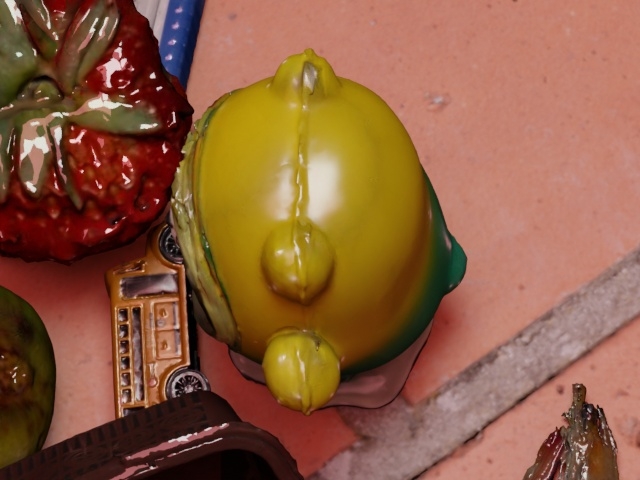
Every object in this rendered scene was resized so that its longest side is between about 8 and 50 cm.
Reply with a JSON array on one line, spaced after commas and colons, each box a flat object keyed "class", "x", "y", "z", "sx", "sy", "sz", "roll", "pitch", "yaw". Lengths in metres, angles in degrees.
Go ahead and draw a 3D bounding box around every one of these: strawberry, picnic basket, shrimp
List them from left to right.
[{"class": "strawberry", "x": -0.238, "y": -0.104, "z": 1.596, "sx": 0.261, "sy": 0.257, "sz": 0.261, "roll": 0, "pitch": 88, "yaw": -6}, {"class": "picnic basket", "x": -0.150, "y": 0.241, "z": 1.507, "sx": 0.296, "sy": 0.222, "sz": 0.129, "roll": -22, "pitch": 28, "yaw": -3}, {"class": "shrimp", "x": 0.201, "y": 0.208, "z": 1.564, "sx": 0.101, "sy": 0.042, "sz": 0.190, "roll": 6, "pitch": 71, "yaw": 15}]

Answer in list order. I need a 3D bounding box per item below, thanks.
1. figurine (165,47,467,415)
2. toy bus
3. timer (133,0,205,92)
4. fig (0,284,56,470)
[{"class": "figurine", "x": 0.000, "y": 0.000, "z": 1.499, "sx": 0.231, "sy": 0.340, "sz": 0.324, "roll": 0, "pitch": 71, "yaw": 5}, {"class": "toy bus", "x": -0.138, "y": 0.078, "z": 1.618, "sx": 0.088, "sy": 0.083, "sz": 0.195, "roll": -5, "pitch": 69, "yaw": 1}, {"class": "timer", "x": -0.240, "y": -0.200, "z": 1.734, "sx": 0.253, "sy": 0.078, "sz": 0.178, "roll": 8, "pitch": 71, "yaw": 7}, {"class": "fig", "x": -0.321, "y": 0.120, "z": 1.579, "sx": 0.191, "sy": 0.181, "sz": 0.181, "roll": 1, "pitch": 67, "yaw": 33}]
